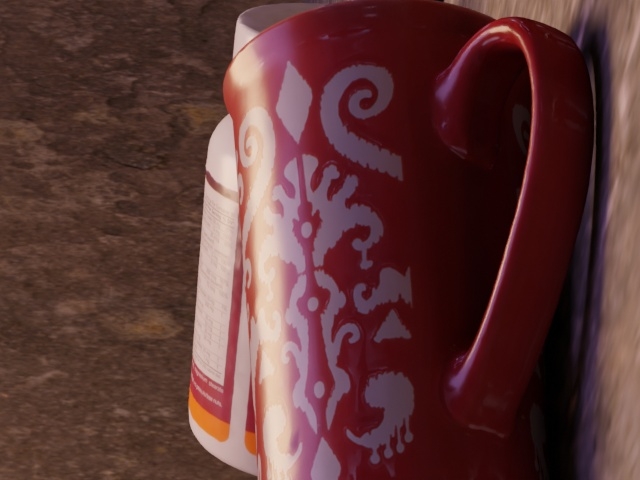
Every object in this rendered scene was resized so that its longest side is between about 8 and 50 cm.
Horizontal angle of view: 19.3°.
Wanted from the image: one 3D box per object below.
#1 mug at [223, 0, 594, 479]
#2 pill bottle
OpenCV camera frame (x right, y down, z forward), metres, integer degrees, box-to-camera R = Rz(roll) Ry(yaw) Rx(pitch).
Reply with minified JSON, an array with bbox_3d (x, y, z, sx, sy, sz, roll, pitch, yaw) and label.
[{"bbox_3d":[0.025,0.012,0.612,0.150,0.113,0.169,96,173,-64],"label":"mug"},{"bbox_3d":[0.000,0.000,0.943,0.121,0.121,0.221,-95,10,-70],"label":"pill bottle"}]
